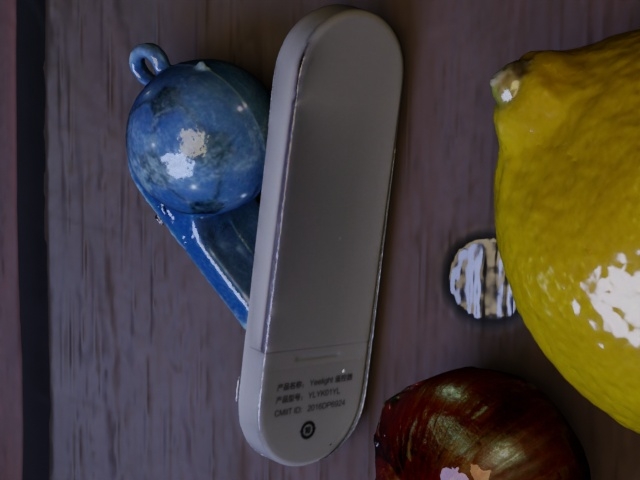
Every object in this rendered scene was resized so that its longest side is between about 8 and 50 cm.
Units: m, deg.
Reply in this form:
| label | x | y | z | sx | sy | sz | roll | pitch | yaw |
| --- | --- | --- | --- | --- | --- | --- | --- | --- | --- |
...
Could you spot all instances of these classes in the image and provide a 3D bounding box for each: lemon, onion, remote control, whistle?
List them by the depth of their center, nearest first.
| label | x | y | z | sx | sy | sz | roll | pitch | yaw |
| --- | --- | --- | --- | --- | --- | --- | --- | --- | --- |
| lemon | 0.179 | -0.001 | 0.881 | 0.244 | 0.187 | 0.187 | 42 | 108 | 10 |
| onion | 0.084 | 0.125 | 0.967 | 0.118 | 0.118 | 0.117 | 1 | 123 | 16 |
| remote control | 0.000 | 0.000 | 0.988 | 0.022 | 0.077 | 0.245 | 22 | 110 | 48 |
| whistle | -0.049 | -0.038 | 0.989 | 0.090 | 0.090 | 0.158 | -38 | 88 | 19 |
